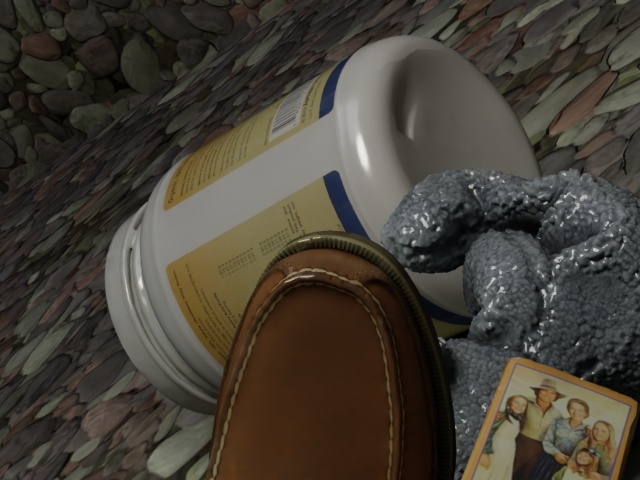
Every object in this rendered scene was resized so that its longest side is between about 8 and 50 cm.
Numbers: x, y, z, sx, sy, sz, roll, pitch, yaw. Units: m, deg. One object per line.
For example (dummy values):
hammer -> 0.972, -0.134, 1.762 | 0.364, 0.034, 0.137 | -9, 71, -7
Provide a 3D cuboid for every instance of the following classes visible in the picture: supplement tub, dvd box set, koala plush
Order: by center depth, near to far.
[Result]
dvd box set -> 0.008, 0.284, 0.608 | 0.420, 0.062, 0.307 | -60, -13, -50
koala plush -> 0.105, 0.083, 0.979 | 0.203, 0.196, 0.221 | -6, 30, 49
supplement tub -> 0.000, 0.000, 1.366 | 0.316, 0.228, 0.228 | -28, 21, 37

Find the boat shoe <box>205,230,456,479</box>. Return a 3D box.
boat shoe -> -0.008, 0.153, 0.761 | 0.111, 0.307, 0.104 | 7, 14, 14
